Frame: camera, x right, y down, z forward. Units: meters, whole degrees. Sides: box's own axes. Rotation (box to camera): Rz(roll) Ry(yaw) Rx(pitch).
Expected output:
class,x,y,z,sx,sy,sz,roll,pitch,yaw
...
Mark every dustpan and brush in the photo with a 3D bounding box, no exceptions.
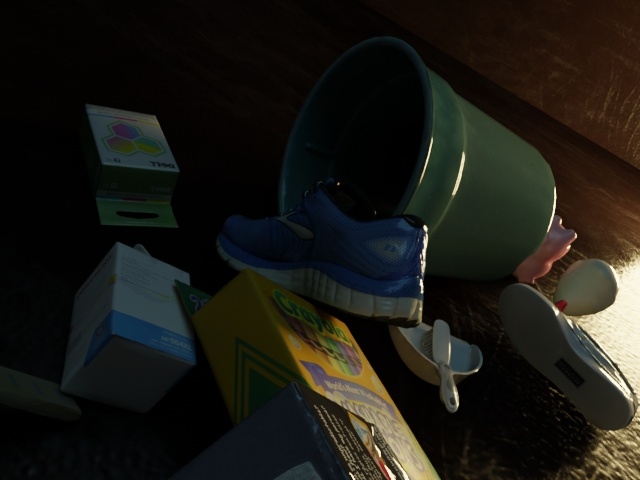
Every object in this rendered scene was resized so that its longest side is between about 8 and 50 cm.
class,x,y,z,sx,sy,sz,roll,pitch,yaw
dustpan and brush,0.159,0.161,0.766,0.147,0.060,0.211,24,33,-5

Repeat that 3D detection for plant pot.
class,x,y,z,sx,sy,sz,roll,pitch,yaw
plant pot,0.163,-0.088,0.899,0.334,0.341,0.341,14,34,-33

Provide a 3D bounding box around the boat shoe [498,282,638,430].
class,x,y,z,sx,sy,sz,roll,pitch,yaw
boat shoe,0.384,0.174,0.900,0.084,0.095,0.258,-7,56,-47

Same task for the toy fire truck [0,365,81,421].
class,x,y,z,sx,sy,sz,roll,pitch,yaw
toy fire truck,-0.283,0.157,0.401,0.246,0.159,0.217,-20,54,-37

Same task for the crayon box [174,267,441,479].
class,x,y,z,sx,sy,sz,roll,pitch,yaw
crayon box,-0.002,0.158,0.555,0.203,0.083,0.323,37,15,-51

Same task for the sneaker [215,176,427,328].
class,x,y,z,sx,sy,sz,roll,pitch,yaw
sneaker,0.000,0.000,0.706,0.329,0.147,0.129,13,-7,42

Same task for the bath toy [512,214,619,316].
class,x,y,z,sx,sy,sz,roll,pitch,yaw
bath toy,0.391,0.012,1.087,0.129,0.151,0.348,-32,61,-10

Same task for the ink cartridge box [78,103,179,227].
class,x,y,z,sx,sy,sz,roll,pitch,yaw
ink cartridge box,-0.274,-0.110,0.829,0.108,0.062,0.209,3,40,-34

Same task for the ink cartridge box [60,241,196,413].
class,x,y,z,sx,sy,sz,roll,pitch,yaw
ink cartridge box,-0.190,0.080,0.579,0.089,0.092,0.143,30,27,-34

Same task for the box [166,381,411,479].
class,x,y,z,sx,sy,sz,roll,pitch,yaw
box,-0.046,0.228,0.317,0.163,0.247,0.142,54,5,36
